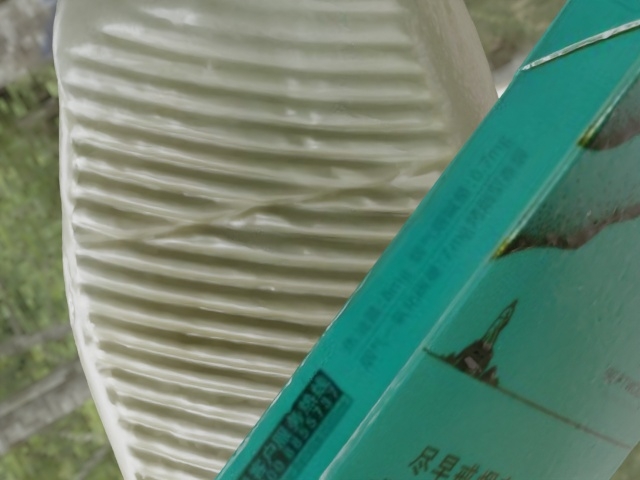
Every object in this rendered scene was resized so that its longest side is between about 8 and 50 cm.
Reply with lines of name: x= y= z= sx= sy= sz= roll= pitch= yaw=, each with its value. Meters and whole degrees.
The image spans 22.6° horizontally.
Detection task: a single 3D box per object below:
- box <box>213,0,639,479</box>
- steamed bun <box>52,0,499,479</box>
box: x=0.081 y=0.022 z=0.536 sx=0.042 sy=0.226 sz=0.161 roll=40 pitch=-172 yaw=37
steamed bun: x=0.002 y=0.003 z=0.914 sx=0.236 sy=0.247 sz=0.384 roll=-33 pitch=-66 yaw=-72
